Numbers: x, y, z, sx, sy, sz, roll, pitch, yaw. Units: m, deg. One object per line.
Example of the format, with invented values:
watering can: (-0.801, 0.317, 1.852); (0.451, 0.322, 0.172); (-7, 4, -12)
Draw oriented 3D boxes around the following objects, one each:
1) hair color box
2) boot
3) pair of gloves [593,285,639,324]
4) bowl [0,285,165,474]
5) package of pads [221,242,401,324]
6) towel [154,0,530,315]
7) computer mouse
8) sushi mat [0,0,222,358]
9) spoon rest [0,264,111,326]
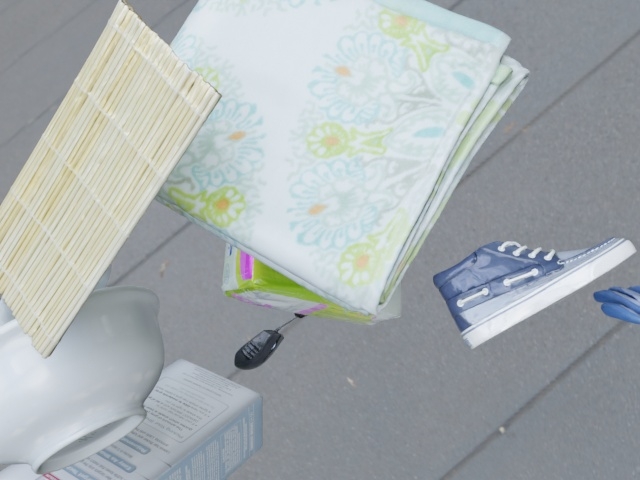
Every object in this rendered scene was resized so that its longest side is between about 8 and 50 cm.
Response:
hair color box: (-0.273, 0.335, 1.068); (0.185, 0.113, 0.374); (16, 27, 30)
boot: (0.211, 0.027, 0.704); (0.190, 0.069, 0.086); (-30, 74, 2)
pair of gloves: (0.397, 0.071, 0.731); (0.198, 0.023, 0.159); (-7, 20, -23)
bowl: (-0.307, 0.190, 0.859); (0.298, 0.298, 0.134); (-33, 75, 3)
package of pads: (0.000, 0.000, 1.052); (0.101, 0.297, 0.229); (-15, 67, 48)
towel: (-0.016, -0.135, 0.748); (0.375, 0.090, 0.320); (29, 80, 19)
computer mouse: (-0.067, 0.177, 1.349); (0.242, 0.071, 0.041); (-39, 58, 11)
sushi mat: (-0.222, -0.052, 0.656); (0.151, 0.019, 0.316); (43, 107, 19)
spoon rest: (-0.381, 0.085, 0.951); (0.276, 0.137, 0.084); (-38, 75, 39)
